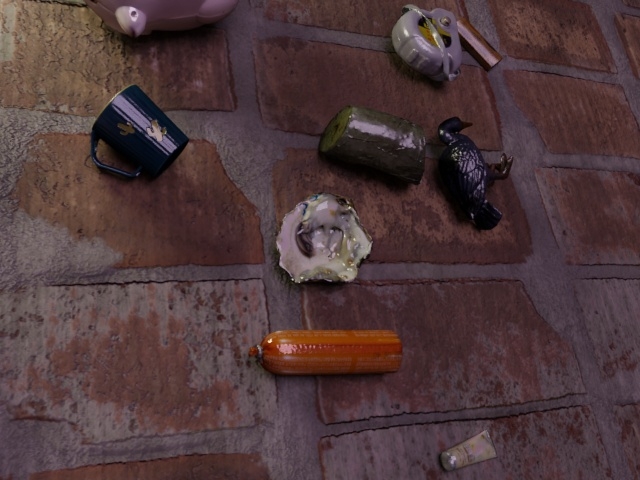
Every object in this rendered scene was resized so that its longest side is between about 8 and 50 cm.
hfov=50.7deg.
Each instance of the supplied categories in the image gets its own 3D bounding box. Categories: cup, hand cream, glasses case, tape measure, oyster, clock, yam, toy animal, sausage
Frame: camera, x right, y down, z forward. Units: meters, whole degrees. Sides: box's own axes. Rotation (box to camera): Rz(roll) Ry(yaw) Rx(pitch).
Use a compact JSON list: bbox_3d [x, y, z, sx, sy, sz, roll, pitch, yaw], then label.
[{"bbox_3d":[-0.372,-0.201,1.366,0.155,0.131,0.176,40,85,-6],"label":"cup"},{"bbox_3d":[0.311,0.443,1.405,0.143,0.039,0.061,-9,68,-33],"label":"hand cream"},{"bbox_3d":[0.455,-0.576,1.969,0.170,0.041,0.064,48,57,3],"label":"glasses case"},{"bbox_3d":[0.287,-0.538,1.824,0.197,0.120,0.236,13,56,-25],"label":"tape measure"},{"bbox_3d":[0.000,0.000,1.452,0.223,0.083,0.214,-9,66,-22],"label":"oyster"},{"bbox_3d":[-0.360,-0.631,1.495,0.368,0.250,0.376,45,56,2],"label":"clock"},{"bbox_3d":[0.140,-0.229,1.586,0.254,0.154,0.154,19,59,-13],"label":"yam"},{"bbox_3d":[0.380,-0.172,1.689,0.185,0.122,0.298,12,68,-31],"label":"toy animal"},{"bbox_3d":[0.006,0.222,1.340,0.312,0.093,0.093,3,65,-22],"label":"sausage"}]
